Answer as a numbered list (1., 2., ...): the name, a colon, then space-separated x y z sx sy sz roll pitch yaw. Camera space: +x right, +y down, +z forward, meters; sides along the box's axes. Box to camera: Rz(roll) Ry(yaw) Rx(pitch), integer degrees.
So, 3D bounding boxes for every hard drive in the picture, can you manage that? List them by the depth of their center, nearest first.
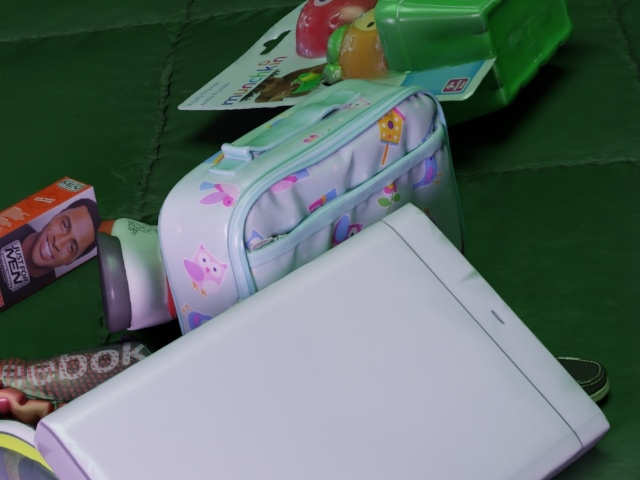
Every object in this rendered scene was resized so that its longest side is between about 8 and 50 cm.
1. hard drive: 0.009 0.136 1.255 0.353 0.047 0.233 -30 71 -32

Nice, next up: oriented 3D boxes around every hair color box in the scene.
1. hair color box: -0.271 0.004 1.661 0.043 0.072 0.141 19 41 41

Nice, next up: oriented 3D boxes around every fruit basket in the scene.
1. fruit basket: 0.068 -0.227 1.876 0.353 0.165 0.327 6 33 31

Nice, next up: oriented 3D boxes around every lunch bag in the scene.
1. lunch bag: 0.000 0.000 1.433 0.108 0.224 0.279 15 37 37

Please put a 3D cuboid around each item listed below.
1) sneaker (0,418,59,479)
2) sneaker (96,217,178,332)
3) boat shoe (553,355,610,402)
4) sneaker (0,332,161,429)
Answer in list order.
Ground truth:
1. sneaker: -0.283 0.201 1.310 0.300 0.111 0.121 4 42 33
2. sneaker: -0.102 0.022 1.480 0.145 0.090 0.270 -5 0 0
3. boat shoe: 0.148 0.105 1.382 0.152 0.049 0.056 -5 29 8
4. sneaker: -0.190 0.132 1.388 0.276 0.097 0.135 8 34 25
